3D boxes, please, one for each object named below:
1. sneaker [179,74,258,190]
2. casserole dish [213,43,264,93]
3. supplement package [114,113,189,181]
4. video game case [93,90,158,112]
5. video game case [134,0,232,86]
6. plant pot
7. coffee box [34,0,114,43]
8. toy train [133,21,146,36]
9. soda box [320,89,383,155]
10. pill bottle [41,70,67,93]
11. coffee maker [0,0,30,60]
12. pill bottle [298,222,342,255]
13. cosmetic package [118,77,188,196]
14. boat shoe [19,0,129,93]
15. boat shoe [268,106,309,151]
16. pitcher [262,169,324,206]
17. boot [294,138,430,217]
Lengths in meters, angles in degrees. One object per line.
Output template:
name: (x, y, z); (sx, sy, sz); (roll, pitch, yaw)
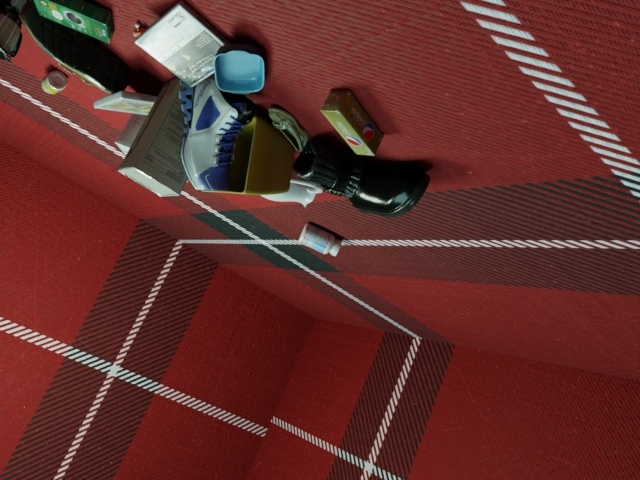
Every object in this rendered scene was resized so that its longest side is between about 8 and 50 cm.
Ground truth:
sneaker: (-0.254, -0.283, 1.533); (0.182, 0.316, 0.127); (0, -169, 32)
casserole dish: (-0.187, -0.399, 1.385); (0.114, 0.037, 0.188); (-1, 164, -6)
supplement package: (-0.543, -0.320, 2.040); (0.243, 0.139, 0.134); (21, 163, 14)
video game case: (-0.536, -0.405, 1.789); (0.206, 0.026, 0.226); (0, -177, -39)
video game case: (-0.310, -0.450, 1.392); (0.190, 0.022, 0.173); (-17, 139, 41)
plant pot: (-0.193, -0.227, 1.718); (0.212, 0.213, 0.187); (8, 179, 45)
coffee box: (-0.609, -0.562, 1.483); (0.184, 0.041, 0.113); (20, 168, -10)
toy train: (-0.385, -0.474, 1.473); (0.166, 0.046, 0.125); (16, 163, 29)
soda box: (0.077, -0.276, 1.413); (0.058, 0.061, 0.181); (12, 160, 40)
pill bottle: (-0.899, -0.529, 2.015); (0.065, 0.065, 0.116); (35, 162, -33)
coffee maker: (-0.848, -0.581, 1.556); (0.171, 0.178, 0.120); (24, 162, -9)
pill bottle: (0.000, 0.000, 2.383); (0.160, 0.087, 0.087); (26, 164, -5)
cosmetic package: (-0.413, -0.285, 1.663); (0.153, 0.296, 0.129); (35, 160, -34)
boat shoe: (-0.681, -0.515, 1.644); (0.119, 0.123, 0.324); (15, 162, 40)
boat shoe: (-0.088, -0.298, 1.605); (0.056, 0.048, 0.153); (11, 160, 40)
pitcher: (-0.103, -0.182, 1.886); (0.207, 0.126, 0.177); (20, 164, -20)
boot: (0.097, -0.173, 1.592); (0.260, 0.131, 0.348); (32, 163, -25)
